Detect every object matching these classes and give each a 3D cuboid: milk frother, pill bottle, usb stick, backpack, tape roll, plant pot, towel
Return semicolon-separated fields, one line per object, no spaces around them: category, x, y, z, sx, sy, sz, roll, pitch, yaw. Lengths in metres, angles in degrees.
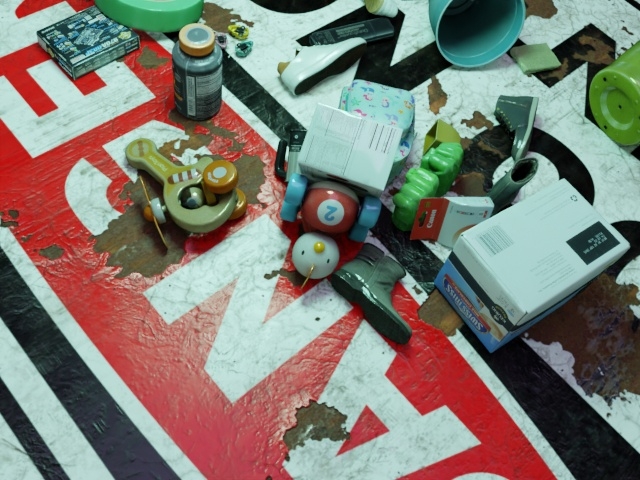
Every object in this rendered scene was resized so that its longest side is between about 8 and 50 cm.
milk frother;-0.035;-0.211;1.697;0.143;0.129;0.135;6;92;-39
pill bottle;-0.319;-0.441;1.692;0.130;0.246;0.131;4;58;-7
usb stick;0.099;-0.629;1.998;0.278;0.045;0.077;-19;71;-20
backpack;0.140;-0.285;1.722;0.225;0.191;0.254;13;63;-3
tape roll;-0.502;-0.741;1.912;0.321;0.077;0.321;9;51;-12
plant pot;0.451;-0.716;1.999;0.271;0.272;0.255;-2;44;-11
towel;0.688;-0.582;2.081;0.148;0.027;0.110;-14;63;-18
plant pot;0.341;-0.272;1.806;0.083;0.081;0.081;20;57;-11
plant pot;1.001;-0.452;1.893;0.352;0.366;0.367;-25;66;-10

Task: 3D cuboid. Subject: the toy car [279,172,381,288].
toy car;0.000;0.000;1.521;0.219;0.210;0.238;16;70;-4

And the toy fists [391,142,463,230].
toy fists;0.278;-0.153;1.682;0.096;0.142;0.279;38;60;14

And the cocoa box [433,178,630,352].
cocoa box;0.489;0.059;1.540;0.347;0.228;0.231;-27;67;-23

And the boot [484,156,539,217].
boot;0.498;-0.156;1.682;0.076;0.208;0.190;36;60;12

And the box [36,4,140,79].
box;-0.648;-0.562;1.824;0.220;0.051;0.175;-38;71;-27

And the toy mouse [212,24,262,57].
toy mouse;-0.257;-0.576;1.911;0.161;0.031;0.143;7;58;-5

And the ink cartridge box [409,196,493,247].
ink cartridge box;0.325;-0.043;1.620;0.179;0.145;0.045;-3;45;-12

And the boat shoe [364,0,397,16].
boat shoe;0.187;-0.802;2.097;0.096;0.098;0.277;17;45;-29

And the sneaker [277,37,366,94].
sneaker;0.002;-0.538;1.889;0.290;0.106;0.123;-32;72;-24

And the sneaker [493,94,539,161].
sneaker;0.552;-0.325;1.884;0.118;0.083;0.222;11;63;19

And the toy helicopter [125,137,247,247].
toy helicopter;-0.366;-0.134;1.593;0.355;0.140;0.235;37;69;25

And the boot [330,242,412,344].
boot;0.157;0.115;1.541;0.246;0.083;0.161;43;56;15

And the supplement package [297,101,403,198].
supplement package;0.068;-0.200;1.522;0.203;0.194;0.149;18;86;4
